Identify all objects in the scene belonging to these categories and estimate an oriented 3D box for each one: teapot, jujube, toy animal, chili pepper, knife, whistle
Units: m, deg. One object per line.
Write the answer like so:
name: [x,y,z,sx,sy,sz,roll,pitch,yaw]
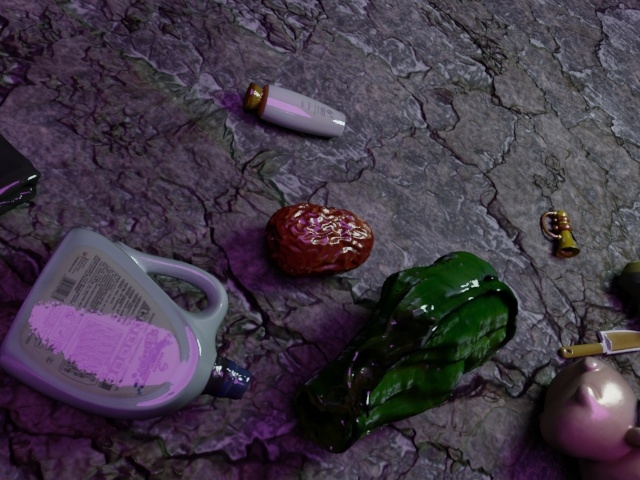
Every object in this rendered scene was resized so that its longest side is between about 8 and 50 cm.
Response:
teapot: [0.700,0.097,1.083,0.165,0.130,0.119,-1,81,-59]
jujube: [0.000,0.000,0.812,0.176,0.109,0.112,1,103,-33]
toy animal: [0.466,0.316,0.830,0.221,0.229,0.210,13,29,26]
chili pepper: [0.128,0.142,0.762,0.385,0.213,0.167,-25,37,-35]
knife: [0.564,0.200,1.021,0.256,0.022,0.046,0,63,-25]
whistle: [0.499,-0.017,1.090,0.046,0.057,0.109,53,29,-50]

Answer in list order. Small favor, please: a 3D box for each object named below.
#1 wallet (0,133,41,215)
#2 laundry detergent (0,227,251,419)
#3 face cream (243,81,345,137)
wallet: [-0.505,-0.115,0.666,0.245,0.052,0.168,45,57,6]
laundry detergent: [-0.216,0.117,0.653,0.280,0.105,0.215,22,58,-12]
face cream: [-0.045,-0.230,0.923,0.182,0.051,0.072,13,63,-20]
